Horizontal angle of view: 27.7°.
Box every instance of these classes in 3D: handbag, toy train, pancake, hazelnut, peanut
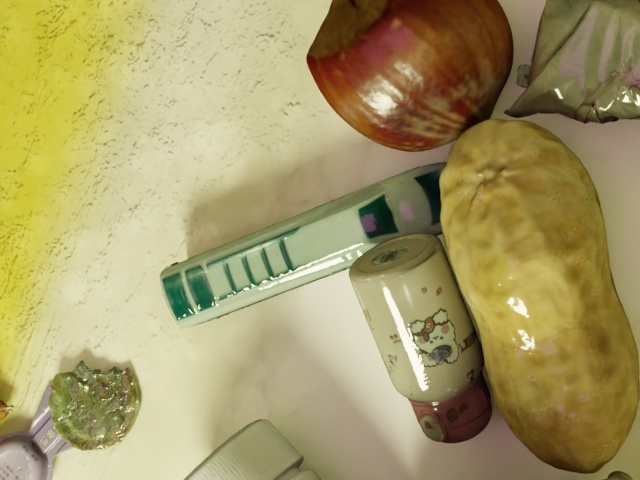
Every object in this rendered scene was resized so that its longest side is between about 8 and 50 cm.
[{"bbox_3d":[0.332,-0.180,1.349,0.270,0.117,0.182,13,86,24],"label":"handbag"},{"bbox_3d":[0.000,0.000,1.524,0.407,0.088,0.086,-22,85,23],"label":"toy train"},{"bbox_3d":[-0.298,0.217,1.698,0.129,0.022,0.116,6,90,18],"label":"pancake"},{"bbox_3d":[0.102,-0.206,1.426,0.212,0.181,0.181,-47,40,15],"label":"hazelnut"},{"bbox_3d":[0.235,0.056,1.369,0.169,0.192,0.387,-18,86,9],"label":"peanut"}]

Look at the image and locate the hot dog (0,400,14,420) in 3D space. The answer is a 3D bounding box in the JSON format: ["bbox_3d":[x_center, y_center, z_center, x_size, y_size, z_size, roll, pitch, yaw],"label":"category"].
[{"bbox_3d":[-0.537,0.254,1.789,0.269,0.072,0.109,-13,91,25],"label":"hot dog"}]

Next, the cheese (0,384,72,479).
[{"bbox_3d":[-0.390,0.292,1.742,0.105,0.042,0.191,46,100,13],"label":"cheese"}]

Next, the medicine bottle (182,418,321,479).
[{"bbox_3d":[-0.032,0.389,1.514,0.190,0.190,0.332,-44,77,20],"label":"medicine bottle"}]

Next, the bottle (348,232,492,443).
[{"bbox_3d":[0.120,0.116,1.442,0.110,0.110,0.233,-14,109,24],"label":"bottle"}]

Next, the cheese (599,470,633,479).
[{"bbox_3d":[0.184,0.320,1.377,0.318,0.326,0.115,-8,84,-14],"label":"cheese"}]
